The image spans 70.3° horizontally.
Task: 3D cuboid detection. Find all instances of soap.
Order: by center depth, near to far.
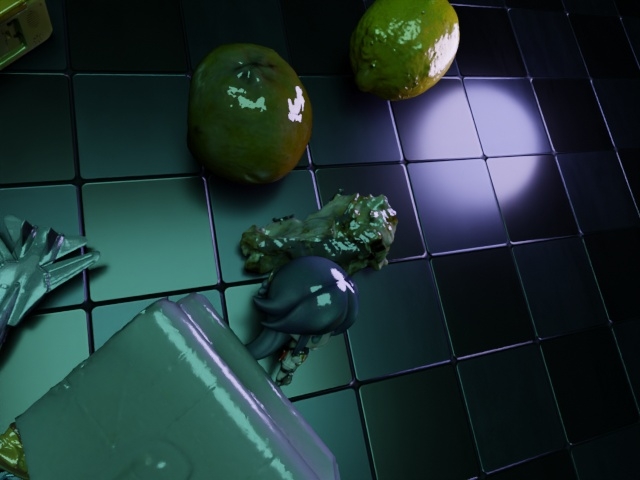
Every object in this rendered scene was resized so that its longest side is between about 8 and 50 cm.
[{"bbox_3d":[-0.208,0.347,0.698,0.350,0.213,0.435,-37,86,1],"label":"soap"}]

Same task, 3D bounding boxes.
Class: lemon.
[{"bbox_3d":[0.198,-0.471,1.102,0.245,0.245,0.320,45,72,-1],"label":"lemon"}]

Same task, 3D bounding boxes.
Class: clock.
[{"bbox_3d":[-0.633,-0.412,0.870,0.096,0.143,0.202,42,66,-5],"label":"clock"}]

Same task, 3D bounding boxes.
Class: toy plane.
[{"bbox_3d":[-0.530,0.097,0.795,0.212,0.088,0.268,18,78,-11],"label":"toy plane"}]

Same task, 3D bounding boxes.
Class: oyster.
[{"bbox_3d":[0.000,-0.007,0.959,0.336,0.133,0.198,-1,101,-3],"label":"oyster"}]

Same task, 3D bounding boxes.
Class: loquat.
[{"bbox_3d":[-0.137,-0.250,0.911,0.275,0.284,0.276,4,71,-11],"label":"loquat"}]

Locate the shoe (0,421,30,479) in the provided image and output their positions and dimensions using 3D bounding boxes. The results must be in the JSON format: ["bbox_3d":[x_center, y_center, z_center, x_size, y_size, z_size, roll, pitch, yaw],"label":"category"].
[{"bbox_3d":[-0.476,0.346,0.741,0.109,0.072,0.069,29,73,-8],"label":"shoe"}]

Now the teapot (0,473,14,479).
[{"bbox_3d":[-0.487,0.412,0.730,0.083,0.049,0.064,11,72,-14],"label":"teapot"}]

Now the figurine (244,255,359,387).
[{"bbox_3d":[-0.044,0.149,0.854,0.265,0.175,0.197,-40,99,17],"label":"figurine"}]
